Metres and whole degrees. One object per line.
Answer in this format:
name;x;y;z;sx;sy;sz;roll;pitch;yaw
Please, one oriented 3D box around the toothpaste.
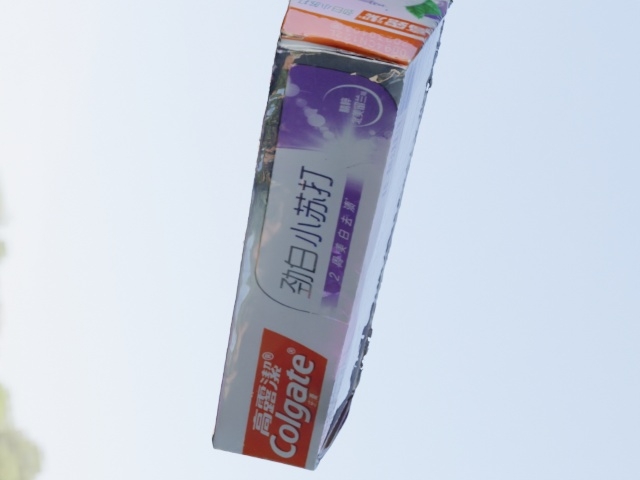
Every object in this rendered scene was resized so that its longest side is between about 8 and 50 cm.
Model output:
toothpaste;0.000;0.000;0.617;0.196;0.047;0.040;102;2;-48
